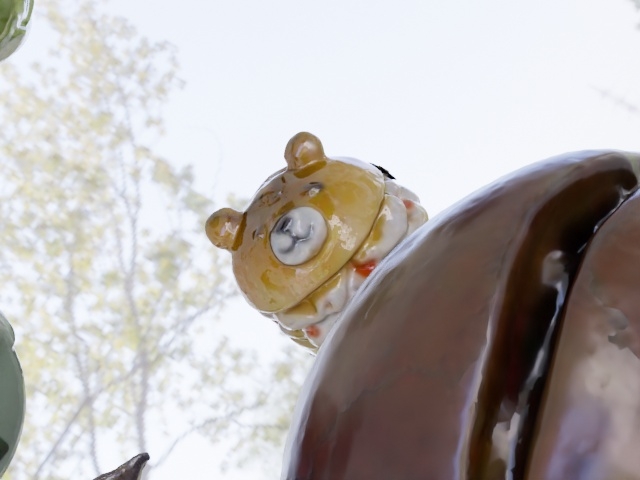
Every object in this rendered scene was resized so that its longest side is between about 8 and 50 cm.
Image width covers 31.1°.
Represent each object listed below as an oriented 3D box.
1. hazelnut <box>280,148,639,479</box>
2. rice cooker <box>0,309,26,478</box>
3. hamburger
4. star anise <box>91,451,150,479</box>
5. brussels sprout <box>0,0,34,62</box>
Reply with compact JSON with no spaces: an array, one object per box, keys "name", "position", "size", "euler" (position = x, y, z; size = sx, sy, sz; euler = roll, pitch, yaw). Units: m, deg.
[{"name":"hazelnut","position":[0.168,0.151,0.705],"size":[0.429,0.402,0.402],"euler":[23,-82,-42]},{"name":"rice cooker","position":[-0.381,0.140,0.994],"size":[0.244,0.226,0.226],"euler":[-10,35,48]},{"name":"hamburger","position":[0.000,0.000,1.511],"size":[0.276,0.237,0.276],"euler":[-35,28,23]},{"name":"star anise","position":[-0.356,0.459,1.650],"size":[0.292,0.109,0.349],"euler":[-63,-3,36]},{"name":"brussels sprout","position":[-0.505,-0.305,1.418],"size":[0.328,0.328,0.247],"euler":[-48,-44,-47]}]
